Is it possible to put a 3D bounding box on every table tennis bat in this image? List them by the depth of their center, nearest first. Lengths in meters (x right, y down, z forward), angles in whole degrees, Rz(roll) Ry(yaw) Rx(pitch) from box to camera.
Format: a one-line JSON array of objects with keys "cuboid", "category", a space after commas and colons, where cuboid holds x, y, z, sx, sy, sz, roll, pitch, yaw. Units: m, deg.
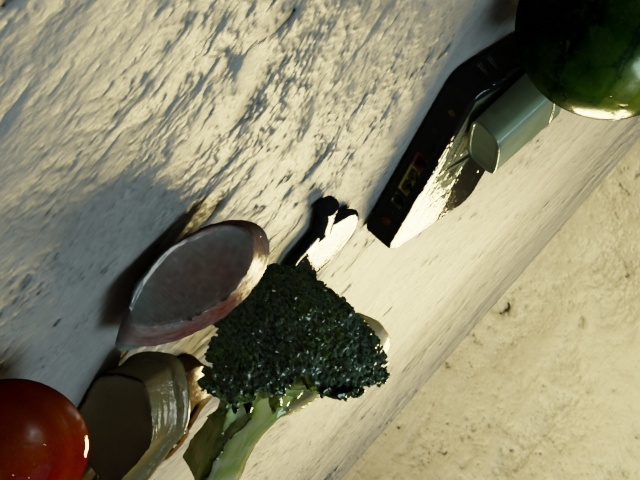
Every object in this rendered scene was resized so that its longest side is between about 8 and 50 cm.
[{"cuboid": [0.000, 0.000, 2.170, 0.150, 0.027, 0.236, -41, 166, -18], "category": "table tennis bat"}]

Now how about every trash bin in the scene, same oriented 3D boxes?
[{"cuboid": [0.263, -0.165, 2.187, 0.130, 0.059, 0.116, -42, 162, -15], "category": "trash bin"}]

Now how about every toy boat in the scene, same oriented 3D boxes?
[{"cuboid": [-0.144, 0.058, 1.844, 0.206, 0.096, 0.282, -41, 178, -4], "category": "toy boat"}, {"cuboid": [-0.222, 0.205, 1.916, 0.061, 0.116, 0.188, -20, 152, -47], "category": "toy boat"}]

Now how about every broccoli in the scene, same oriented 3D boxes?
[{"cuboid": [-0.063, 0.190, 2.103, 0.252, 0.221, 0.361, -41, 166, -27], "category": "broccoli"}]

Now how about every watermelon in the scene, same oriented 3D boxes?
[{"cuboid": [0.366, -0.271, 2.046, 0.242, 0.242, 0.242, -43, 166, -14], "category": "watermelon"}]

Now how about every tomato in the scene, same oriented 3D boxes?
[{"cuboid": [-0.323, 0.222, 1.620, 0.195, 0.136, 0.195, -44, 169, -11], "category": "tomato"}]

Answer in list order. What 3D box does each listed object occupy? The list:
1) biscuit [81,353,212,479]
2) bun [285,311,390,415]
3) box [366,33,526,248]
[{"cuboid": [-0.250, 0.279, 2.176, 0.301, 0.043, 0.278, -40, 164, -24], "category": "biscuit"}, {"cuboid": [-0.011, 0.178, 2.449, 0.237, 0.116, 0.210, -35, 173, 20], "category": "bun"}, {"cuboid": [0.196, -0.142, 2.286, 0.211, 0.058, 0.350, -31, 160, -41], "category": "box"}]
